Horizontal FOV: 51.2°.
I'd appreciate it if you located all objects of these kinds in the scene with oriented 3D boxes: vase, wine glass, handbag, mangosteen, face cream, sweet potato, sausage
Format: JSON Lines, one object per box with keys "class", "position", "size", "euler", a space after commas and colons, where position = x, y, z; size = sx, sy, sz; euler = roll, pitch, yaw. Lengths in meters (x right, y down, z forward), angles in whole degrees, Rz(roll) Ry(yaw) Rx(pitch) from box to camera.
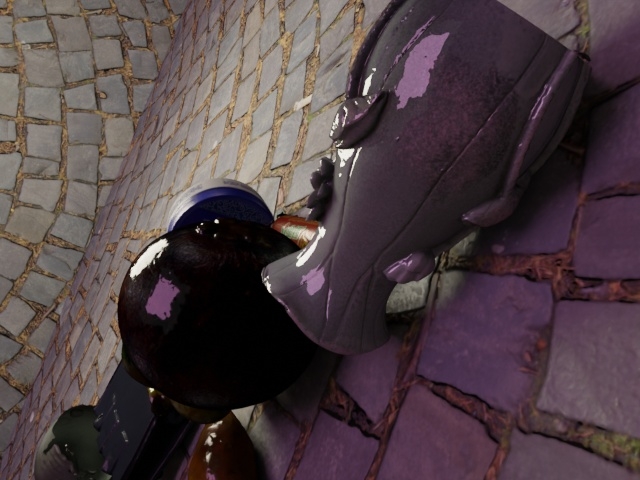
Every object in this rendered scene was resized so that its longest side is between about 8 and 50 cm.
{"class": "vase", "position": [0.104, -0.074, 0.799], "size": [0.445, 0.250, 0.250], "euler": [-58, 29, 22]}
{"class": "wine glass", "position": [-0.601, 0.551, 1.581], "size": [0.357, 0.190, 0.190], "euler": [-50, 33, 26]}
{"class": "handbag", "position": [-0.375, 0.370, 1.402], "size": [0.269, 0.118, 0.325], "euler": [-58, 28, 1]}
{"class": "mangosteen", "position": [-0.145, 0.120, 1.004], "size": [0.330, 0.330, 0.330], "euler": [-39, 39, 41]}
{"class": "face cream", "position": [-0.186, -0.011, 1.260], "size": [0.206, 0.206, 0.111], "euler": [-59, 24, 14]}
{"class": "sweet potato", "position": [-0.149, 0.367, 1.026], "size": [0.112, 0.112, 0.359], "euler": [-55, 27, 21]}
{"class": "sausage", "position": [0.000, 0.000, 1.073], "size": [0.264, 0.083, 0.083], "euler": [10, 79, 61]}
